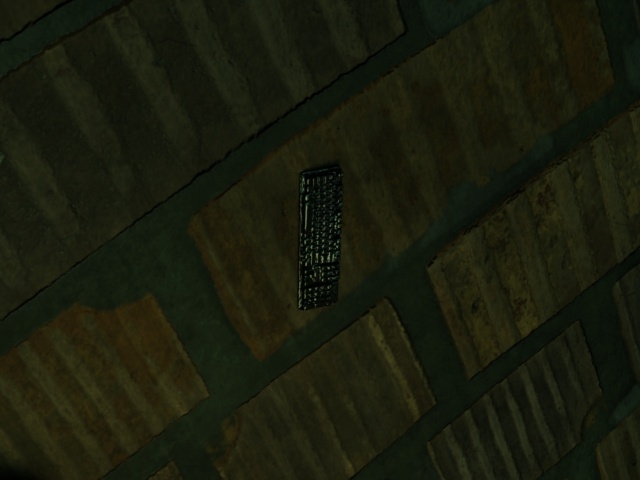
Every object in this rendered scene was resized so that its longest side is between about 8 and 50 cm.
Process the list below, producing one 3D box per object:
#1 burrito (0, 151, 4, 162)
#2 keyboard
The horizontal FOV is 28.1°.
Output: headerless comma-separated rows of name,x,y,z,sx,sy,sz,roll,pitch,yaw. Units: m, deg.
burrito,-0.497,0.061,1.588,0.117,0.076,0.392,14,101,-32
keyboard,0.000,0.000,1.943,0.072,0.023,0.231,-12,118,-28
